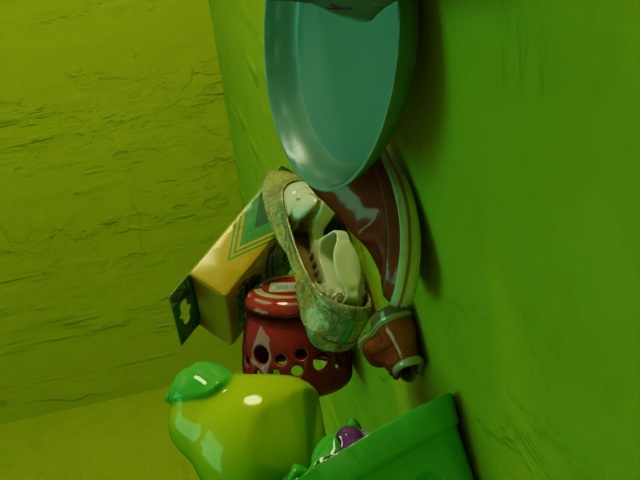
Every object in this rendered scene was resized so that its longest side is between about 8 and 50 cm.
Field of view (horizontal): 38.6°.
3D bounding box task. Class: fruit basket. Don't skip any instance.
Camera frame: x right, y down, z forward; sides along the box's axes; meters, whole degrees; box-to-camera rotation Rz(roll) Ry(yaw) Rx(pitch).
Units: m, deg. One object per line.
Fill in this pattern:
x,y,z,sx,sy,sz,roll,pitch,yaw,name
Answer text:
-0.001,0.269,1.092,0.392,0.283,0.392,57,164,26,fruit basket

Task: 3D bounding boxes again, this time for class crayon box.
-0.131,0.047,1.640,0.083,0.323,0.203,31,154,15,crayon box

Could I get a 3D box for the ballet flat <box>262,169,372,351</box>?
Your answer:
0.000,0.000,1.377,0.123,0.123,0.349,90,166,-54,ballet flat

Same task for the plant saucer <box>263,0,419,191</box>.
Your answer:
0.018,-0.208,0.919,0.317,0.043,0.318,177,90,-65,plant saucer

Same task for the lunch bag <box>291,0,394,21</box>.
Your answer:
0.017,-0.306,0.653,0.223,0.160,0.262,-130,50,-78,lunch bag

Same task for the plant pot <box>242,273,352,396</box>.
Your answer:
-0.043,0.158,1.560,0.191,0.191,0.174,-127,31,-70,plant pot

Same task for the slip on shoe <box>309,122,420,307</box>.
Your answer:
0.036,-0.064,1.038,0.123,0.101,0.331,95,160,-57,slip on shoe

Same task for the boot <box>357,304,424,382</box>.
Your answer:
0.088,0.142,1.127,0.158,0.059,0.085,102,150,-66,boot
